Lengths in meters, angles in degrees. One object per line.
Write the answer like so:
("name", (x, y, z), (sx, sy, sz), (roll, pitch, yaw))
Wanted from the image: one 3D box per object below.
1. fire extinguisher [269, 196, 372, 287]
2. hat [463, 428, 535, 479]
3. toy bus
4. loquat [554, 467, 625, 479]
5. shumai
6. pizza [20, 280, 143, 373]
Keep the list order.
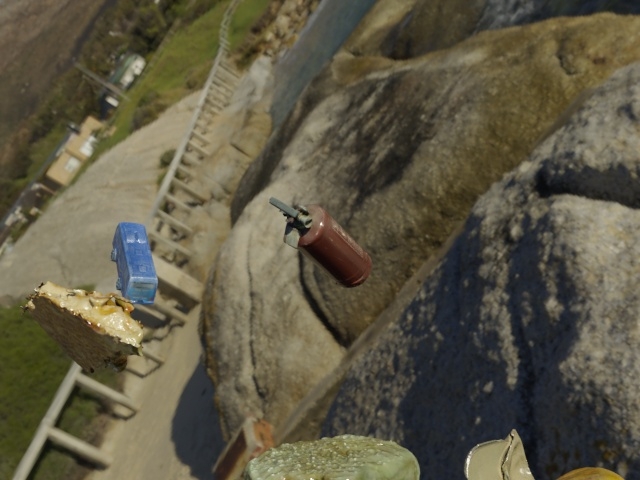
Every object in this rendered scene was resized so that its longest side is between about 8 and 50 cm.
("fire extinguisher", (0.000, 0.000, 1.390), (0.104, 0.269, 0.105), (-16, 57, 25))
("hat", (0.300, 0.391, 1.142), (0.085, 0.175, 0.147), (-66, 34, 30))
("toy bus", (-0.423, 0.049, 1.606), (0.094, 0.079, 0.236), (-61, 35, 26))
("loquat", (0.679, 0.671, 1.784), (0.234, 0.187, 0.176), (-20, 62, 4))
("shumai", (0.020, 0.406, 1.020), (0.225, 0.260, 0.222), (175, 85, -68))
("pizza", (-0.277, 0.094, 0.845), (0.069, 0.147, 0.226), (-52, 8, -32))
